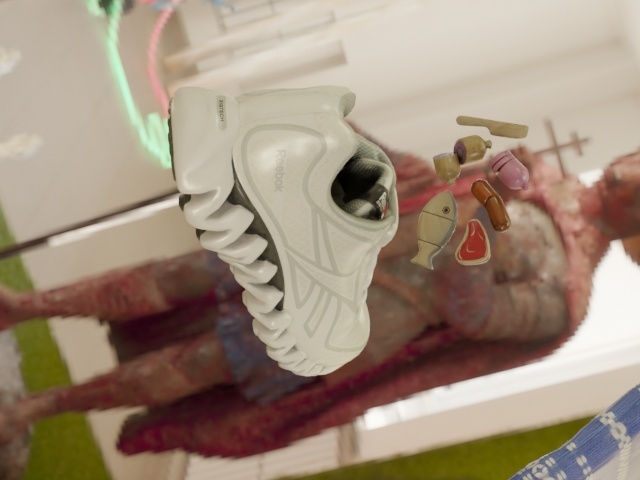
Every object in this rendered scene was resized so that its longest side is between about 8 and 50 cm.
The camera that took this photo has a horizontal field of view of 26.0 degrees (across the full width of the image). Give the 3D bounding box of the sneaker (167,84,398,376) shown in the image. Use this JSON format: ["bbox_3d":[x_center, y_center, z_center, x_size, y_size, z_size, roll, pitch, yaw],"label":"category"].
[{"bbox_3d":[0.000,0.000,0.897,0.292,0.118,0.110,62,17,-57],"label":"sneaker"}]

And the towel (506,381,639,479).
[{"bbox_3d":[0.173,0.090,0.691,0.040,0.336,0.243,51,-7,24],"label":"towel"}]

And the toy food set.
[{"bbox_3d":[0.115,-0.035,1.028,0.019,0.078,0.122,50,52,-70],"label":"toy food set"}]
